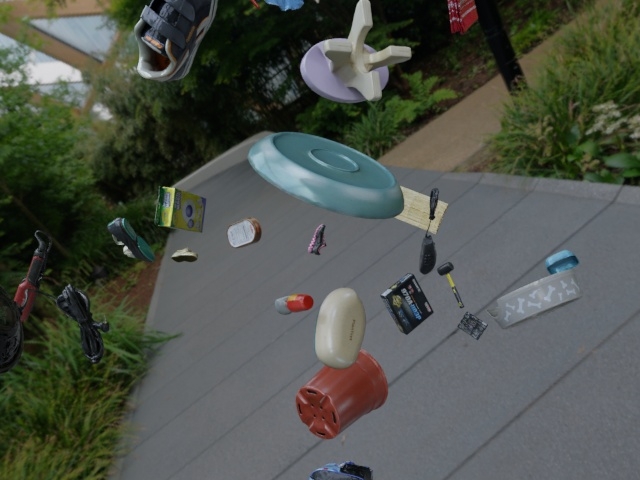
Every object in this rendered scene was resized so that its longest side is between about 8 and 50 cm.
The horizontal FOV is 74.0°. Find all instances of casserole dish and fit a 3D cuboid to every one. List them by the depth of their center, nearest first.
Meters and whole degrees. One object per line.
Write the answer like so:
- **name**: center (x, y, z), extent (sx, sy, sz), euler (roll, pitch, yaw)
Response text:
- **casserole dish**: center (0.934, 0.085, 1.648), extent (0.114, 0.188, 0.037), euler (-32, 55, 25)

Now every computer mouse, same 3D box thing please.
- **computer mouse**: center (0.302, -0.021, 1.145), extent (0.041, 0.241, 0.071), euler (7, 20, 8)

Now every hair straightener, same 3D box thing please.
- **hair straightener**: center (-0.698, 0.077, 1.028), extent (0.230, 0.047, 0.089), euler (-69, 25, 14)

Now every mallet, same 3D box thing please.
- **mallet**: center (0.524, 0.171, 1.660), extent (0.062, 0.039, 0.189), euler (-47, 49, 33)

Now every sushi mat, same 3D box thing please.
- **sushi mat**: center (0.418, -0.156, 1.971), extent (0.151, 0.317, 0.019), euler (-66, -22, 3)

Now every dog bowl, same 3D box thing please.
- **dog bowl**: center (0.809, 0.232, 1.602), extent (0.349, 0.102, 0.348), euler (-18, -23, -8)

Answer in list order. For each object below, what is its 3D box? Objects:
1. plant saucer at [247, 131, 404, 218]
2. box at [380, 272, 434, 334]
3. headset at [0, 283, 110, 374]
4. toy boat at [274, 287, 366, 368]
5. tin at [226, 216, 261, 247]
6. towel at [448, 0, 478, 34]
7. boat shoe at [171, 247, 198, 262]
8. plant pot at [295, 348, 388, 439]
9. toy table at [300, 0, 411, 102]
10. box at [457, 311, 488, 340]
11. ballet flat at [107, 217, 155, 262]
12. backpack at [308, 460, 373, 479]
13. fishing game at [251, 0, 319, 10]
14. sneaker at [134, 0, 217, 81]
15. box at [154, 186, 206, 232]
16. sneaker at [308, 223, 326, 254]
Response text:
- **plant saucer**: center (0.020, -0.140, 0.817), extent (0.317, 0.318, 0.043), euler (-79, 8, -63)
- **box**: center (0.390, 0.285, 1.906), extent (0.175, 0.220, 0.051), euler (-35, 17, -16)
- **headset**: center (-0.437, 0.141, 0.492), extent (0.244, 0.185, 0.394), euler (-20, 5, 22)
- **toy boat**: center (0.007, 0.251, 1.363), extent (0.148, 0.318, 0.267), euler (-15, 49, 48)
- **tin**: center (-0.312, -0.028, 1.717), extent (0.190, 0.106, 0.040), euler (-18, 2, 40)
- **towel**: center (0.323, -0.635, 0.982), extent (0.031, 0.274, 0.199), euler (1, 33, 32)
- **boat shoe**: center (-0.502, 0.051, 1.578), extent (0.135, 0.050, 0.045), euler (-2, 53, 34)
- **plant pot**: center (0.067, 0.570, 1.571), extent (0.272, 0.272, 0.265), euler (-17, 2, 41)
- **toy table**: center (0.101, -0.486, 1.150), extent (0.274, 0.252, 0.161), euler (-21, 7, -24)
- **box**: center (0.535, 0.301, 1.496), extent (0.018, 0.083, 0.067), euler (-21, -42, -51)
- **ballet flat**: center (-0.603, 0.006, 1.345), extent (0.074, 0.203, 0.074), euler (-8, 50, 9)
- **backpack**: center (0.055, 0.723, 1.229), extent (0.173, 0.158, 0.117), euler (2, 2, 19)
- **fishing game**: center (-0.132, -0.694, 1.155), extent (0.264, 0.189, 0.041), euler (-40, 2, -41)
- **sneaker**: center (-0.338, -0.507, 0.986), extent (0.321, 0.126, 0.127), euler (-56, -3, 38)
- **box**: center (-0.379, -0.082, 1.153), extent (0.043, 0.105, 0.179), euler (5, -3, 18)
- **sneaker**: center (0.000, 0.000, 1.536), extent (0.047, 0.057, 0.119), euler (35, -103, -77)
